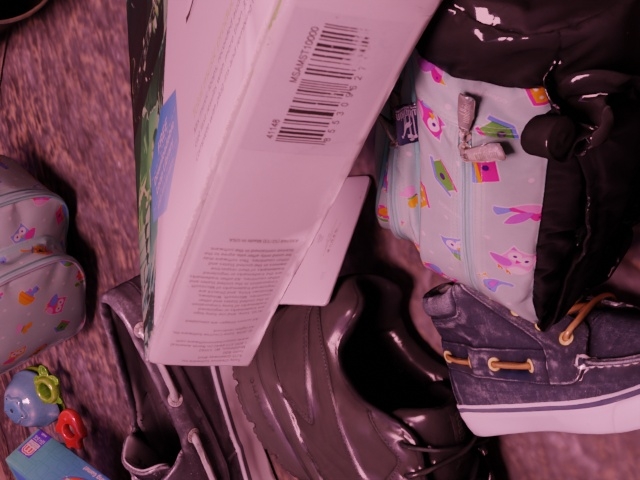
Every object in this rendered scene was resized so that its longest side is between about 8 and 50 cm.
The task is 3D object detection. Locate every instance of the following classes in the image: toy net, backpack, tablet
[{"bbox_3d":[-0.263,0.242,1.092,0.122,0.045,0.232,-22,95,36],"label":"toy net"},{"bbox_3d":[-0.297,0.025,0.904,0.144,0.165,0.189,35,137,33],"label":"backpack"},{"bbox_3d":[0.000,0.000,0.609,0.006,0.083,0.054,32,160,-33],"label":"tablet"},{"bbox_3d":[0.089,-0.054,0.412,0.115,0.152,0.182,35,149,27],"label":"backpack"}]

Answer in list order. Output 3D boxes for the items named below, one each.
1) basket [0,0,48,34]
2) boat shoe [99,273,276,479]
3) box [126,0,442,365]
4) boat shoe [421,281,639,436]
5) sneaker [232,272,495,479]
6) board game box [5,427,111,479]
[{"bbox_3d":[-0.315,-0.221,0.811,0.227,0.154,0.204,-25,91,57],"label":"basket"},{"bbox_3d":[-0.105,0.165,0.795,0.108,0.102,0.301,15,120,47],"label":"boat shoe"},{"bbox_3d":[-0.042,-0.138,0.466,0.232,0.058,0.322,118,151,-47],"label":"box"},{"bbox_3d":[0.116,0.043,0.484,0.183,0.065,0.083,-24,91,55],"label":"boat shoe"},{"bbox_3d":[0.054,0.150,0.596,0.130,0.109,0.286,-38,80,46],"label":"sneaker"},{"bbox_3d":[-0.191,0.285,0.957,0.210,0.047,0.160,26,144,29],"label":"board game box"}]
